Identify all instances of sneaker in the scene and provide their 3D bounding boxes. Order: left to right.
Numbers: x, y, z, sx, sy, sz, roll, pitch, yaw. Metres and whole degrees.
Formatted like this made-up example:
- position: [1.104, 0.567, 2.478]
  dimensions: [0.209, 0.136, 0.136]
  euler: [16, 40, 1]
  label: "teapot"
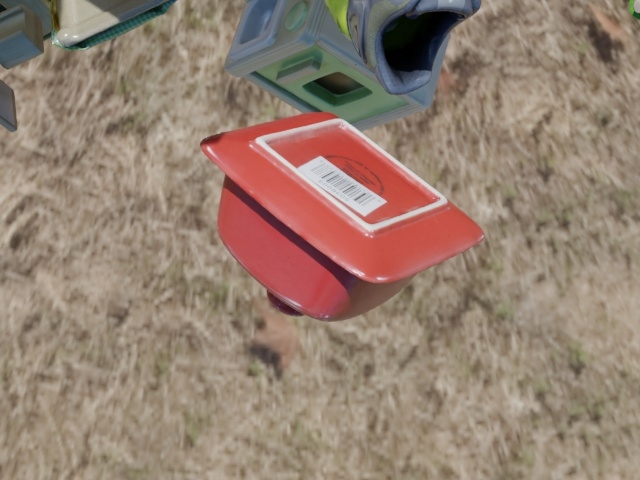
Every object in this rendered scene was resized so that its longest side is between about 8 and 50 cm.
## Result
- position: [0.093, -0.237, 1.059]
  dimensions: [0.111, 0.121, 0.300]
  euler: [-7, 143, -20]
  label: "sneaker"

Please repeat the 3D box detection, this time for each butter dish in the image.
- position: [0.000, 0.000, 0.934]
  dimensions: [0.160, 0.160, 0.118]
  euler: [39, 120, 21]
  label: "butter dish"

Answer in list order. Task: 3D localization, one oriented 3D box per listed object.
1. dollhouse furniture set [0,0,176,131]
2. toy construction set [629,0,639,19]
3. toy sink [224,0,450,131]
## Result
- position: [-0.262, -0.261, 1.570]
  dimensions: [0.301, 0.197, 0.151]
  euler: [-22, 148, 16]
  label: "dollhouse furniture set"
- position: [0.468, -0.454, 1.687]
  dimensions: [0.257, 0.237, 0.309]
  euler: [-19, 91, 23]
  label: "toy construction set"
- position: [-0.004, -0.222, 1.450]
  dimensions: [0.234, 0.131, 0.153]
  euler: [30, 155, -30]
  label: "toy sink"
